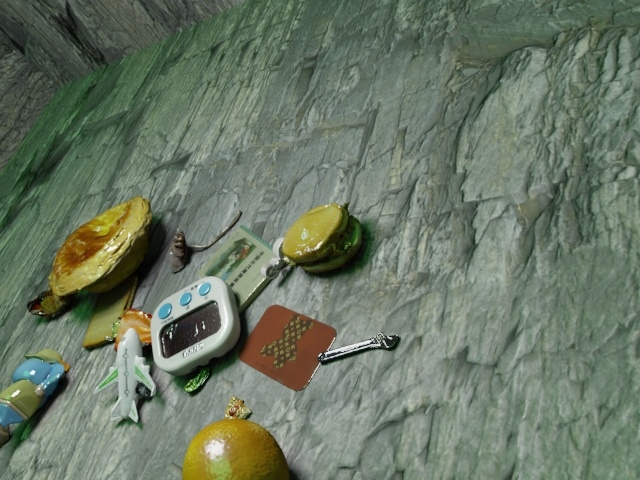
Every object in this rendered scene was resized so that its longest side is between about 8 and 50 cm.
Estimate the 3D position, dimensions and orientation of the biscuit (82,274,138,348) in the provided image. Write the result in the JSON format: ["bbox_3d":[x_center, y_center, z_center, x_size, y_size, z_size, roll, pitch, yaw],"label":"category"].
[{"bbox_3d":[-0.695,0.238,1.989,0.172,0.029,0.254,-20,44,25],"label":"biscuit"}]

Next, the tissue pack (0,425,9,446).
[{"bbox_3d":[-1.070,0.599,1.921,0.120,0.082,0.169,-44,40,-1],"label":"tissue pack"}]

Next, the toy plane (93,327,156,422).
[{"bbox_3d":[-0.527,0.374,1.659,0.251,0.101,0.255,-10,69,33],"label":"toy plane"}]

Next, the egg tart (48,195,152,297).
[{"bbox_3d":[-0.729,0.042,2.054,0.443,0.178,0.443,-26,33,19],"label":"egg tart"}]

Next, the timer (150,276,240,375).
[{"bbox_3d":[-0.342,0.235,1.636,0.262,0.087,0.237,-29,53,12],"label":"timer"}]

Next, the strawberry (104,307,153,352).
[{"bbox_3d":[-0.540,0.274,1.779,0.192,0.085,0.140,-32,68,7],"label":"strawberry"}]

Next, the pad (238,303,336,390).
[{"bbox_3d":[-0.089,0.262,1.507,0.267,0.004,0.181,15,65,44],"label":"pad"}]

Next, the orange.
[{"bbox_3d":[-0.171,0.479,1.213,0.236,0.236,0.236,-22,44,22],"label":"orange"}]

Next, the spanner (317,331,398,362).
[{"bbox_3d":[0.084,0.249,1.373,0.209,0.012,0.046,-20,45,22],"label":"spanner"}]

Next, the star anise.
[{"bbox_3d":[-0.381,0.001,1.964,0.228,0.218,0.148,3,9,-8],"label":"star anise"}]

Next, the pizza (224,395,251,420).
[{"bbox_3d":[-0.203,0.410,1.447,0.078,0.025,0.083,-18,45,29],"label":"pizza"}]

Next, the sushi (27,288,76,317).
[{"bbox_3d":[-0.953,0.217,2.157,0.226,0.097,0.103,-27,0,22],"label":"sushi"}]

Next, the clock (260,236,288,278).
[{"bbox_3d":[-0.108,0.056,1.642,0.041,0.087,0.129,16,67,49],"label":"clock"}]

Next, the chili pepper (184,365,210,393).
[{"bbox_3d":[-0.323,0.369,1.578,0.091,0.030,0.034,-48,15,-11],"label":"chili pepper"}]

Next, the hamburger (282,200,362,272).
[{"bbox_3d":[0.000,0.000,1.583,0.215,0.122,0.189,-21,40,27],"label":"hamburger"}]

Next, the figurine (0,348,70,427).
[{"bbox_3d":[-0.917,0.457,1.873,0.262,0.154,0.180,-51,14,-32],"label":"figurine"}]

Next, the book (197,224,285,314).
[{"bbox_3d":[-0.238,0.077,1.775,0.214,0.025,0.283,-50,40,-9],"label":"book"}]
